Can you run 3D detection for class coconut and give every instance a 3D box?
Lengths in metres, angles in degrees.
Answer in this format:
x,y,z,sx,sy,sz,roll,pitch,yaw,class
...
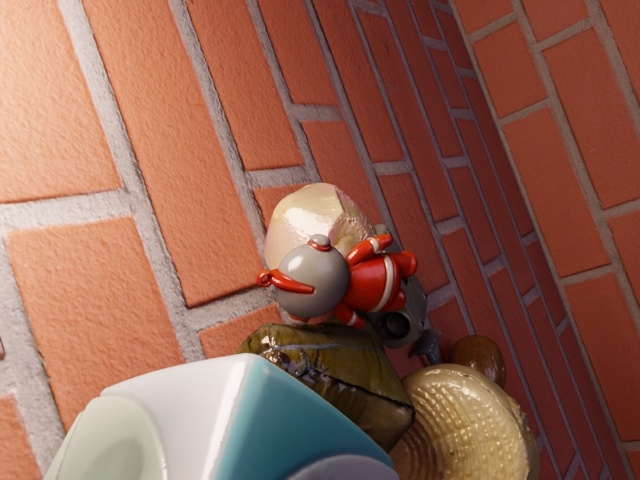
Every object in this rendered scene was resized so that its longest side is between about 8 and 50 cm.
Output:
x,y,z,sx,sy,sz,roll,pitch,yaw,class
0.000,0.000,1.284,0.245,0.233,0.233,41,42,-40,coconut

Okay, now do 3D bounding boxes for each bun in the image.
x,y,z,sx,sy,sz,roll,pitch,yaw,class
0.304,0.453,1.372,0.202,0.364,0.364,11,63,-56,bun

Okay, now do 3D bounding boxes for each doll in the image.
x,y,z,sx,sy,sz,roll,pitch,yaw,class
0.030,0.074,1.143,0.337,0.105,0.199,2,113,-36,doll

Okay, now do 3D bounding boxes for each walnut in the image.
x,y,z,sx,sy,sz,roll,pitch,yaw,class
0.437,0.366,1.759,0.167,0.167,0.207,37,43,-38,walnut

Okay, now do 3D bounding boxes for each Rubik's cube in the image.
x,y,z,sx,sy,sz,roll,pitch,yaw,class
-0.133,0.379,0.765,0.352,0.347,0.351,48,38,-28,Rubik's cube

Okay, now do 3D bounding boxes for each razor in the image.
x,y,z,sx,sy,sz,roll,pitch,yaw,class
0.319,0.364,1.695,0.106,0.068,0.232,-48,119,-53,razor

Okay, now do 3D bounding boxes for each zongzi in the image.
x,y,z,sx,sy,sz,roll,pitch,yaw,class
-0.015,0.202,1.240,0.356,0.174,0.393,27,29,-30,zongzi

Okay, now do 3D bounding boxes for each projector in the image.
x,y,z,sx,sy,sz,roll,pitch,yaw,class
0.164,0.107,1.530,0.250,0.108,0.198,60,22,-13,projector
